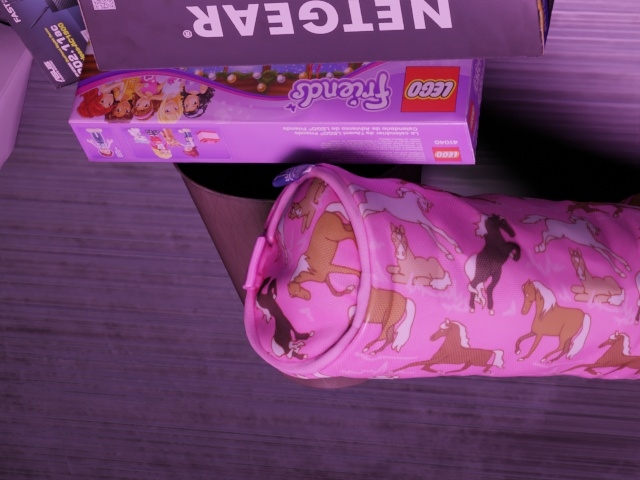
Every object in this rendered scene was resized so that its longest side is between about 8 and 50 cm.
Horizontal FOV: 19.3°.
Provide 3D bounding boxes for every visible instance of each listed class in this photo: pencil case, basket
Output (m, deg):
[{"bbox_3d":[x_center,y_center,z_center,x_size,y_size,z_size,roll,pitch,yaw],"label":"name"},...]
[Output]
[{"bbox_3d":[0.133,0.029,1.421,0.386,0.167,0.160,3,145,-33],"label":"pencil case"},{"bbox_3d":[0.000,0.000,1.552,0.204,0.154,0.227,-4,132,10],"label":"basket"}]

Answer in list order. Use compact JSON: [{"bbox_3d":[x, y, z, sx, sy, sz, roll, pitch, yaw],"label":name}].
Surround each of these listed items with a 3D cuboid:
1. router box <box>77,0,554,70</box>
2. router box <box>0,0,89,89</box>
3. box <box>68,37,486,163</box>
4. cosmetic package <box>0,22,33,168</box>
[{"bbox_3d":[0.012,-0.219,1.298,0.308,0.243,0.081,-1,129,14],"label":"router box"},{"bbox_3d":[-0.203,-0.189,1.513,0.092,0.038,0.122,-16,124,26],"label":"router box"},{"bbox_3d":[-0.022,-0.153,1.386,0.293,0.201,0.057,1,149,13],"label":"box"},{"bbox_3d":[-0.375,-0.094,1.513,0.224,0.225,0.138,19,129,-2],"label":"cosmetic package"}]
